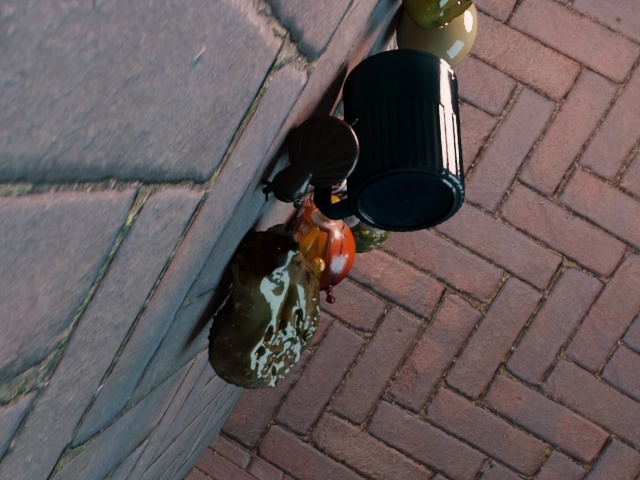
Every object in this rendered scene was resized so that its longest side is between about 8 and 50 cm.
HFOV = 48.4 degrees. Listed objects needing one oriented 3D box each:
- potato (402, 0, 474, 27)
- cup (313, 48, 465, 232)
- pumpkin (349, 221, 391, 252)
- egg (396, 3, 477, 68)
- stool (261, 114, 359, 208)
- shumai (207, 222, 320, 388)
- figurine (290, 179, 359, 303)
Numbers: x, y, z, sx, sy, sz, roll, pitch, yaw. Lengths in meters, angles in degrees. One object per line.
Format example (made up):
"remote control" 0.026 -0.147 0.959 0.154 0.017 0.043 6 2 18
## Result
"potato" 0.251 -0.526 1.474 0.248 0.143 0.169 -44 140 -54
"cup" 0.134 -0.190 1.423 0.242 0.308 0.292 84 5 -58
"pumpkin" 0.150 -0.118 2.380 0.327 0.257 0.291 -65 -170 -14
"egg" 0.275 -0.500 1.675 0.186 0.186 0.241 113 -1 -62
"stool" -0.014 -0.139 1.279 0.217 0.125 0.121 -47 -175 -3
"shumai" -0.092 0.121 1.488 0.346 0.217 0.283 -52 172 -43
"figurine" 0.005 0.001 1.909 0.323 0.196 0.320 -68 -173 -30
